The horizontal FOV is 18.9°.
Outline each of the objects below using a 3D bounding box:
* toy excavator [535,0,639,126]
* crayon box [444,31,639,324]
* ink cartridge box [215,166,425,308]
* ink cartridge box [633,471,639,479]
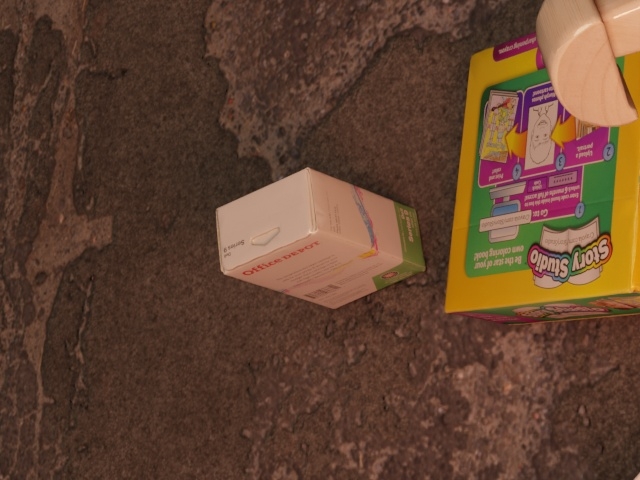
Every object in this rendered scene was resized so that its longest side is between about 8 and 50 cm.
[{"bbox_3d":[0.481,-0.201,1.781,0.433,0.445,0.222,-40,34,24],"label":"toy excavator"},{"bbox_3d":[0.283,-0.075,2.102,0.363,0.106,0.313,-11,72,62],"label":"crayon box"},{"bbox_3d":[0.000,0.000,2.331,0.154,0.212,0.093,-24,64,35],"label":"ink cartridge box"},{"bbox_3d":[0.337,0.348,1.891,0.307,0.304,0.072,-54,50,17],"label":"ink cartridge box"}]
